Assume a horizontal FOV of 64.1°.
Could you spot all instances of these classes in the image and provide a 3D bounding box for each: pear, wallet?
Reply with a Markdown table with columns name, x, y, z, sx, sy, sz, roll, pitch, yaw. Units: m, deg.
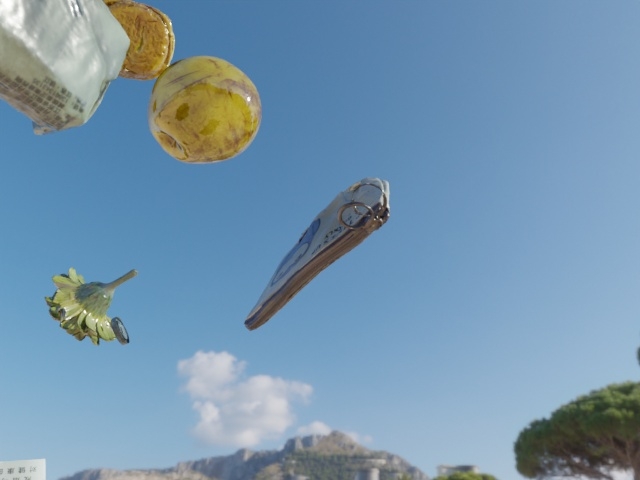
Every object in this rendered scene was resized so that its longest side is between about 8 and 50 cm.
| name | x | y | z | sx | sy | sz | roll | pitch | yaw |
| --- | --- | --- | --- | --- | --- | --- | --- | --- | --- |
| pear | -0.292 | -0.321 | 1.280 | 0.280 | 0.281 | 0.281 | 2 | -33 | 2 |
| wallet | 0.002 | 0.003 | 0.868 | 0.068 | 0.275 | 0.335 | 45 | -67 | -5 |

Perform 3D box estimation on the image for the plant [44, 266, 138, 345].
| name | x | y | z | sx | sy | sz | roll | pitch | yaw |
| --- | --- | --- | --- | --- | --- | --- | --- | --- | --- |
| plant | -0.797 | 0.217 | 1.766 | 0.297 | 0.261 | 0.306 | -32 | -87 | 31 |

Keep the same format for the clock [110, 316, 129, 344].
| name | x | y | z | sx | sy | sz | roll | pitch | yaw |
| --- | --- | --- | --- | --- | --- | --- | --- | --- | --- |
| clock | -0.561 | 0.254 | 1.431 | 0.017 | 0.085 | 0.085 | -25 | -32 | -10 |

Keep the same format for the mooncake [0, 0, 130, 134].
| name | x | y | z | sx | sy | sz | roll | pitch | yaw |
| --- | --- | --- | --- | --- | --- | --- | --- | --- | --- |
| mooncake | -0.430 | -0.307 | 0.780 | 0.136 | 0.250 | 0.254 | 1 | -31 | 20 |

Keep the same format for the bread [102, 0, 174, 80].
| name | x | y | z | sx | sy | sz | roll | pitch | yaw |
| --- | --- | --- | --- | --- | --- | --- | --- | --- | --- |
| bread | -0.511 | -0.535 | 1.365 | 0.236 | 0.120 | 0.198 | 6 | -72 | -26 |

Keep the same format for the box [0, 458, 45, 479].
| name | x | y | z | sx | sy | sz | roll | pitch | yaw |
| --- | --- | --- | --- | --- | --- | --- | --- | --- | --- |
| box | -0.842 | 0.752 | 1.333 | 0.210 | 0.330 | 0.095 | 13 | -57 | -37 |
